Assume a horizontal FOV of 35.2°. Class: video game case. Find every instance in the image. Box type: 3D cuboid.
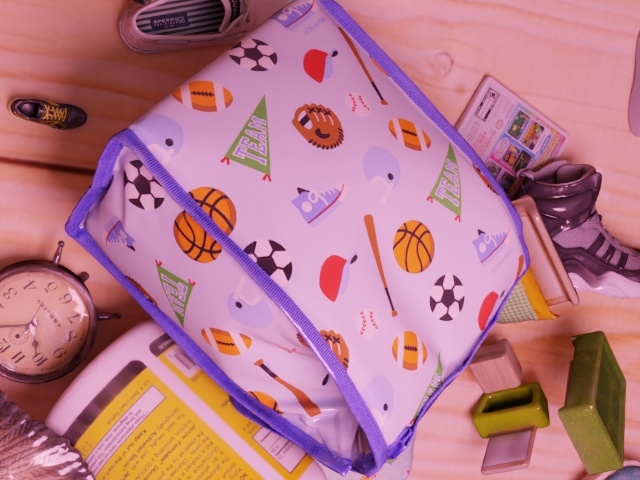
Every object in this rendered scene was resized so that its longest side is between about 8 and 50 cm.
[{"bbox_3d":[0.225,-0.103,1.276,0.143,0.019,0.157,32,85,-20],"label":"video game case"}]

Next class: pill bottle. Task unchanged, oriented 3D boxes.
[{"bbox_3d":[-0.117,0.256,1.059,0.334,0.188,0.188,42,82,7],"label":"pill bottle"}]

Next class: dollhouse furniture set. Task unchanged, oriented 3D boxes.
[{"bbox_3d":[0.209,0.121,1.174,0.197,0.151,0.302,-18,114,29],"label":"dollhouse furniture set"}]

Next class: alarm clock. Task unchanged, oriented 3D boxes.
[{"bbox_3d":[-0.325,0.098,1.092,0.192,0.064,0.129,-37,105,-11],"label":"alarm clock"}]

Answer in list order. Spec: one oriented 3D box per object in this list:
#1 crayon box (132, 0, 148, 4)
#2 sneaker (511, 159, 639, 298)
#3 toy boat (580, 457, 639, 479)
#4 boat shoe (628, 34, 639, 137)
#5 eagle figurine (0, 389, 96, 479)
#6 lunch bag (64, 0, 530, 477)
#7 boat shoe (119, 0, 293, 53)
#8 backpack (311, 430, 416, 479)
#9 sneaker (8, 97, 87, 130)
[{"bbox_3d":[-0.224,-0.421,1.006,0.202,0.081,0.319,16,83,0],"label":"crayon box"},{"bbox_3d":[0.341,-0.016,1.267,0.268,0.101,0.153,8,102,-24],"label":"sneaker"},{"bbox_3d":[0.397,0.466,1.334,0.267,0.148,0.318,43,82,-18],"label":"toy boat"},{"bbox_3d":[0.436,-0.205,1.318,0.040,0.049,0.142,4,93,-19],"label":"boat shoe"},{"bbox_3d":[-0.382,0.229,0.972,0.226,0.298,0.225,-54,152,8],"label":"eagle figurine"},{"bbox_3d":[0.000,0.000,1.019,0.385,0.239,0.328,43,55,-1],"label":"lunch bag"},{"bbox_3d":[-0.107,-0.251,1.116,0.226,0.076,0.083,-22,103,-15],"label":"boat shoe"},{"bbox_3d":[0.034,0.193,1.185,0.165,0.144,0.189,4,93,-14],"label":"backpack"},{"bbox_3d":[-0.294,-0.135,1.089,0.083,0.035,0.031,5,96,-19],"label":"sneaker"}]
